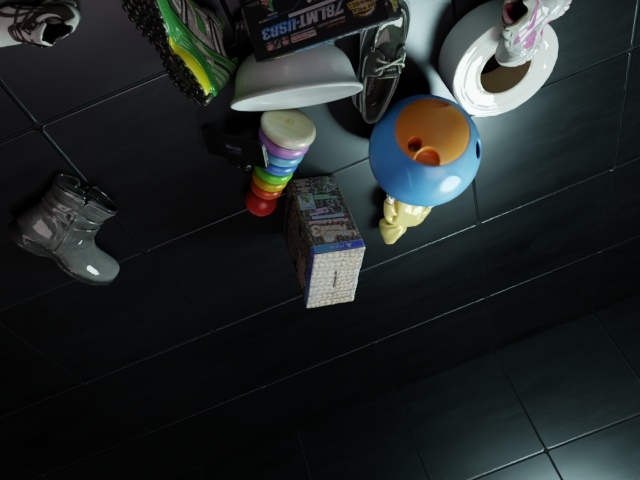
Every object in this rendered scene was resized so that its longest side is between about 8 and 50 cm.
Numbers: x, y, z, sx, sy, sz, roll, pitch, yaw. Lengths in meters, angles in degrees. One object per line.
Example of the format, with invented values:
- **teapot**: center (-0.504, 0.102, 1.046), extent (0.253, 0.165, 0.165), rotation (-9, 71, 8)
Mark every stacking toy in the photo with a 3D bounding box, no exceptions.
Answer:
- **stacking toy**: center (-0.129, -0.188, 1.627), extent (0.141, 0.141, 0.330), rotation (2, 141, -25)

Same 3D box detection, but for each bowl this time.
- **bowl**: center (-0.061, -0.378, 1.373), extent (0.297, 0.298, 0.134), rotation (-10, 96, -13)

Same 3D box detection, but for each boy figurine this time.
- **boy figurine**: center (0.268, -0.105, 1.908), extent (0.177, 0.092, 0.285), rotation (1, 137, -24)

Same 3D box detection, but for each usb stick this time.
- **usb stick**: center (-0.054, -0.480, 1.379), extent (0.278, 0.045, 0.077), rotation (-10, 148, -12)

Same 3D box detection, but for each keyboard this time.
- **keyboard**: center (-0.208, -0.222, 1.540), extent (0.180, 0.023, 0.108), rotation (18, 140, 23)

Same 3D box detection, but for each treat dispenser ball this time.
- **treat dispenser ball**: center (0.268, -0.231, 1.606), extent (0.288, 0.288, 0.288), rotation (-12, 140, -10)

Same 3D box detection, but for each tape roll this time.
- **tape roll**: center (0.448, -0.458, 1.576), extent (0.286, 0.100, 0.286), rotation (-13, 140, -11)

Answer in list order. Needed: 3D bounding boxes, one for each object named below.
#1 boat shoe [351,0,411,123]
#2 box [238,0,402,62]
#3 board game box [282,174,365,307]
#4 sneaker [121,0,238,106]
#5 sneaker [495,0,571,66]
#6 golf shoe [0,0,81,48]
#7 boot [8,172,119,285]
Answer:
- **boat shoe**: center (0.153, -0.421, 1.456), extent (0.121, 0.119, 0.335), rotation (-10, 144, -13)
- **box**: center (-0.027, -0.504, 1.121), extent (0.295, 0.073, 0.293), rotation (-8, 107, 33)
- **board game box**: center (0.000, 0.000, 1.754), extent (0.141, 0.291, 0.232), rotation (-8, 138, -15)
- **sneaker**: center (-0.291, -0.454, 1.272), extent (0.146, 0.134, 0.344), rotation (-50, 138, -21)
- **sneaker**: center (0.437, -0.483, 1.364), extent (0.111, 0.103, 0.252), rotation (-3, 155, -13)
- **golf shoe**: center (-0.565, -0.412, 1.201), extent (0.198, 0.094, 0.077), rotation (-19, 142, 1)
- **boot**: center (-0.605, -0.018, 1.621), extent (0.222, 0.118, 0.338), rotation (-37, 142, 12)
